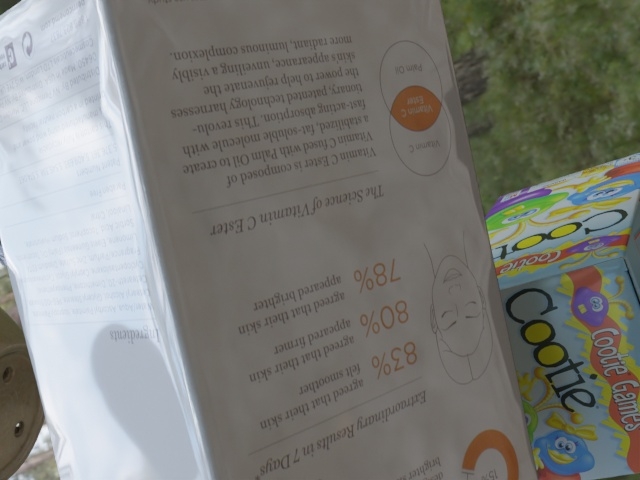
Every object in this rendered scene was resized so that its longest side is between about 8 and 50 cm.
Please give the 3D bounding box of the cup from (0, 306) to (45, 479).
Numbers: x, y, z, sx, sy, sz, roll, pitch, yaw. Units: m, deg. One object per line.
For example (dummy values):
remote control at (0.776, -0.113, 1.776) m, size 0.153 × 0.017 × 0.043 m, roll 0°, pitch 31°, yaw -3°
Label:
cup at (-0.459, 0.175, 1.069) m, size 0.331 × 0.237 × 0.331 m, roll 10°, pitch -90°, yaw -73°

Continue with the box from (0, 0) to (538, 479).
box at (-0.031, 0.034, 0.515) m, size 0.215 × 0.168 × 0.345 m, roll -15°, pitch -85°, yaw -40°

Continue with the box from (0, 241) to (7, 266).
box at (-0.491, -0.075, 1.524) m, size 0.184 × 0.045 × 0.190 m, roll 77°, pitch -147°, yaw -57°

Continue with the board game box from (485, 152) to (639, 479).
board game box at (0.192, 0.048, 0.697) m, size 0.275 × 0.142 × 0.144 m, roll -39°, pitch -71°, yaw -62°
